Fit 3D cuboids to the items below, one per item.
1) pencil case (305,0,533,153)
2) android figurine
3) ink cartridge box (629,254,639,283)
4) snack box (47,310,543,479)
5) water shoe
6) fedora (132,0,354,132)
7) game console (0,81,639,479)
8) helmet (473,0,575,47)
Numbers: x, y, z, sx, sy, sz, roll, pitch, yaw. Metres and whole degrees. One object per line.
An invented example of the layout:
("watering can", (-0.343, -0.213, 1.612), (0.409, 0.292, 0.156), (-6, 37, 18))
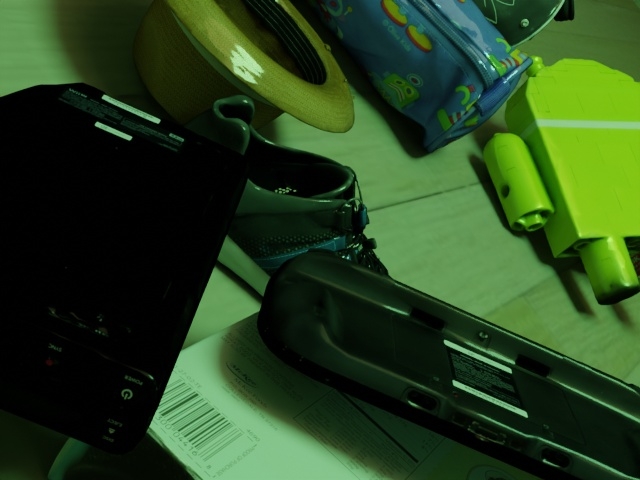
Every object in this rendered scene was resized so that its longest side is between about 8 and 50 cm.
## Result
("pencil case", (0.043, -0.216, 0.864), (0.306, 0.119, 0.133), (46, -1, -5))
("android figurine", (0.273, -0.069, 0.986), (0.248, 0.056, 0.272), (-4, 63, -27))
("ink cartridge box", (0.299, -0.017, 1.058), (0.099, 0.056, 0.135), (-7, 61, -57))
("snack box", (0.064, 0.158, 0.430), (0.322, 0.060, 0.187), (41, 26, 14))
("water shoe", (0.000, 0.000, 0.583), (0.203, 0.080, 0.073), (35, 31, -25))
("fedora", (-0.061, -0.118, 0.642), (0.194, 0.079, 0.194), (41, 21, -19))
("game console", (-0.007, 0.037, 0.433), (0.362, 0.044, 0.213), (24, 25, -5))
("helmet", (0.192, -0.272, 1.109), (0.169, 0.169, 0.161), (61, 14, 20))
